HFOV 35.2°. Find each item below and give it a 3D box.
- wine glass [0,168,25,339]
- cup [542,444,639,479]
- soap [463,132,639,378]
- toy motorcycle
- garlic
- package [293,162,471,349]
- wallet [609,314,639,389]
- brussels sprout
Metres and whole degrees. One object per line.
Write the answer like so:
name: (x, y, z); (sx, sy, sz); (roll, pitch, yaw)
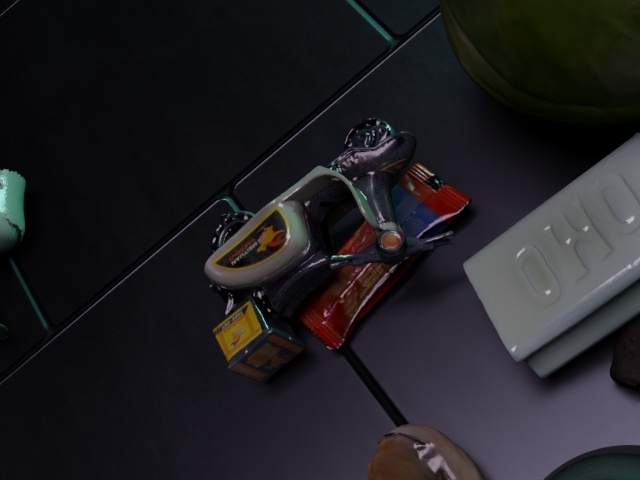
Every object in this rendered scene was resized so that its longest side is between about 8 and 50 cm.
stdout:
wine glass: (-0.384, 0.014, 1.159); (0.079, 0.079, 0.196); (-11, 63, 19)
cup: (0.219, 0.230, 0.737); (0.199, 0.150, 0.199); (-11, 61, 20)
soap: (0.232, 0.012, 0.860); (0.198, 0.066, 0.119); (-38, 46, 16)
toy motorcycle: (0.000, 0.000, 0.968); (0.263, 0.091, 0.157); (-39, 55, 15)
garlic: (0.103, 0.213, 0.856); (0.152, 0.066, 0.084); (40, 113, 37)
package: (0.056, 0.014, 0.993); (0.200, 0.022, 0.083); (-47, 52, -1)
wallet: (0.357, -0.016, 0.860); (0.170, 0.044, 0.321); (6, 68, 28)
brussels sprout: (0.245, -0.265, 0.890); (0.314, 0.276, 0.371); (-27, 47, 15)
